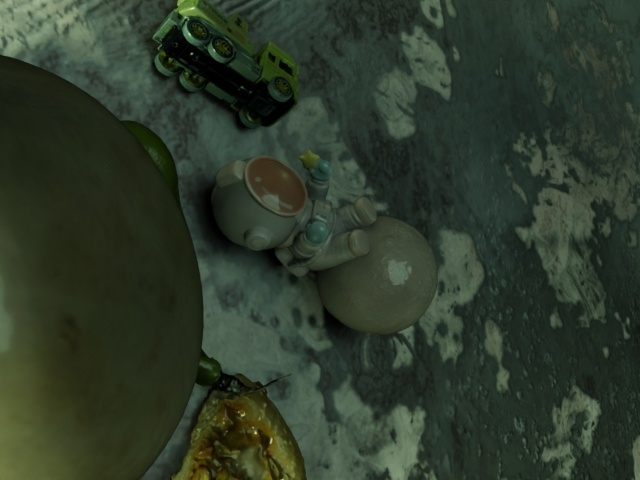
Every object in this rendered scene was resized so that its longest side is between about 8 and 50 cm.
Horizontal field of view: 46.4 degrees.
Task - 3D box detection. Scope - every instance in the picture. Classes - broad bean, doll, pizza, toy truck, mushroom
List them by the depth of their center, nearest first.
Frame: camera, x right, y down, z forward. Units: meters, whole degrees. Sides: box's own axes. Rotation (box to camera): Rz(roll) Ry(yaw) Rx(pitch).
[{"bbox_3d":[-0.259,0.045,0.565,0.362,0.295,0.362,-16,90,-72],"label":"mushroom"},{"bbox_3d":[-0.147,0.021,0.764,0.098,0.056,0.318,-28,92,-24],"label":"broad bean"},{"bbox_3d":[-0.087,0.235,0.773,0.161,0.062,0.182,-14,91,-38],"label":"pizza"},{"bbox_3d":[-0.103,-0.211,0.848,0.169,0.077,0.100,29,50,-27],"label":"toy truck"},{"bbox_3d":[0.000,0.000,0.852,0.287,0.151,0.150,31,62,-22],"label":"doll"}]
